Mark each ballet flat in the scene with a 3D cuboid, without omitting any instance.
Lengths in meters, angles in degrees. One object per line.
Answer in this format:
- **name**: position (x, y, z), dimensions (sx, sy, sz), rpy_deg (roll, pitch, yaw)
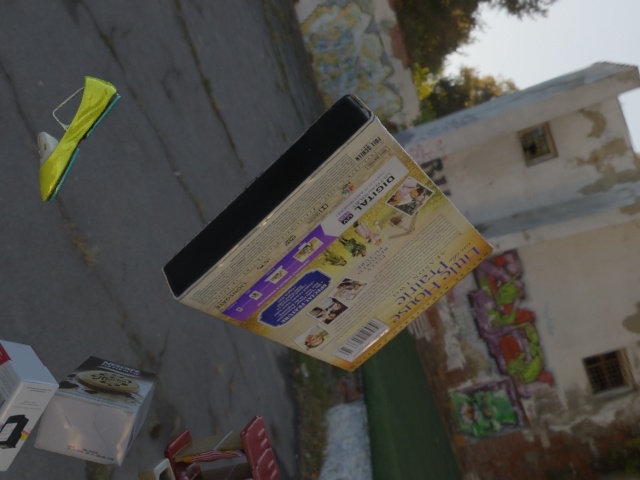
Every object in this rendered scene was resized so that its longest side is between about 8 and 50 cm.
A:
- **ballet flat**: position (-0.430, -0.179, 1.121), dimensions (0.077, 0.231, 0.077), rpy_deg (33, -7, -22)

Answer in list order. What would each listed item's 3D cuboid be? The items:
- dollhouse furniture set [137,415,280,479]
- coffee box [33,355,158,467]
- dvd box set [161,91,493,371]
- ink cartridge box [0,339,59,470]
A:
- **dollhouse furniture set**: position (-0.243, 0.496, 1.300), dimensions (0.374, 0.201, 0.152), rpy_deg (-26, 101, -73)
- **coffee box**: position (-0.454, 0.346, 1.378), dimensions (0.297, 0.168, 0.118), rpy_deg (-160, -94, -83)
- **dvd box set**: position (0.041, 0.024, 0.892), dimensions (0.420, 0.308, 0.062), rpy_deg (33, 18, -52)
- **ink cartridge box**: position (-0.535, 0.275, 1.103), dimensions (0.127, 0.175, 0.072), rpy_deg (35, 4, 37)
